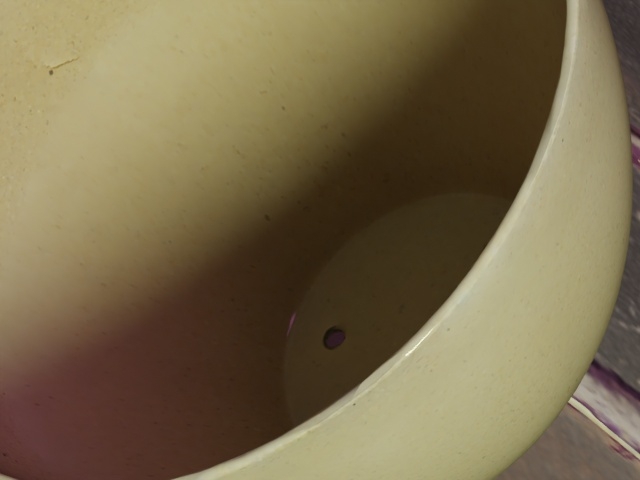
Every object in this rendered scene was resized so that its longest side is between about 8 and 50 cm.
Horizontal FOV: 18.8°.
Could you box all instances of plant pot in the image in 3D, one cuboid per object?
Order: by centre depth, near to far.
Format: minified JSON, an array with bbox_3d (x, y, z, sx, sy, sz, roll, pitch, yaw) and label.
[{"bbox_3d":[0.000,0.000,0.724,0.191,0.284,0.284,45,24,-48],"label":"plant pot"}]
